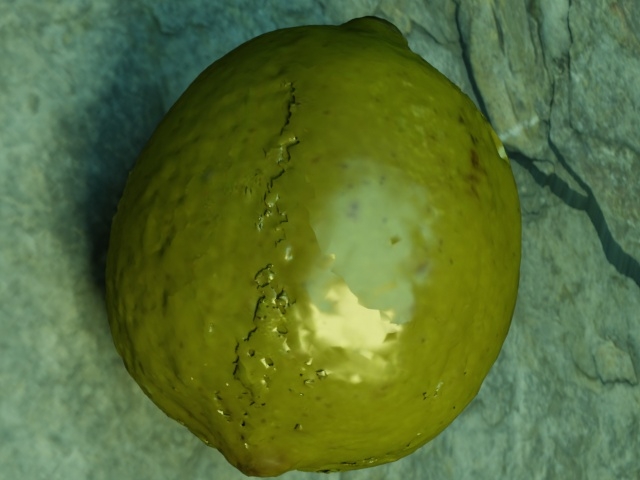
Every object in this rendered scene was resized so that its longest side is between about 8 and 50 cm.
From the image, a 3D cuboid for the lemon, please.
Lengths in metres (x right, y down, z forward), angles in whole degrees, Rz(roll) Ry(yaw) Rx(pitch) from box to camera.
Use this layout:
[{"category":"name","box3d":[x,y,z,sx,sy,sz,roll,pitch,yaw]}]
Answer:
[{"category":"lemon","box3d":[0.000,0.000,0.664,0.258,0.258,0.310,23,70,-34]}]
